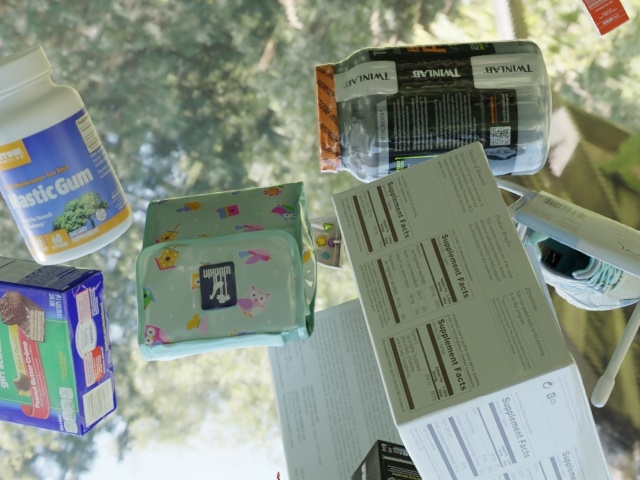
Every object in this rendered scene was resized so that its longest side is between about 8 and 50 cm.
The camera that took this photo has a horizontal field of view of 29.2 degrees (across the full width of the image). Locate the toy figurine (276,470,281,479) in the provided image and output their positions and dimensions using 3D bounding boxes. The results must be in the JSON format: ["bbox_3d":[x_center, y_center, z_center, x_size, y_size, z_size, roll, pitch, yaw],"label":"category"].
[{"bbox_3d":[0.107,0.507,2.180,0.217,0.191,0.362,-5,-175,-45],"label":"toy figurine"}]

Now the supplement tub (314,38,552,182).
[{"bbox_3d":[0.152,-0.179,1.722,0.316,0.193,0.193,-3,-158,-2],"label":"supplement tub"}]

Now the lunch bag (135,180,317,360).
[{"bbox_3d":[-0.117,0.049,1.581,0.223,0.160,0.262,-7,-148,5],"label":"lunch bag"}]

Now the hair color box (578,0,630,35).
[{"bbox_3d":[0.406,-0.396,1.869,0.167,0.053,0.093,59,-166,-5],"label":"hair color box"}]

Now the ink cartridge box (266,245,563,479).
[{"bbox_3d":[0.134,0.202,1.583,0.091,0.385,0.308,58,-163,-52],"label":"ink cartridge box"}]

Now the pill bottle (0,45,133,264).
[{"bbox_3d":[-0.374,-0.117,1.669,0.152,0.152,0.272,-86,-25,-70],"label":"pill bottle"}]

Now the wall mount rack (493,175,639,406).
[{"bbox_3d":[0.303,0.050,1.513,0.350,0.130,0.304,25,-155,17],"label":"wall mount rack"}]

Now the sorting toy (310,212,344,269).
[{"bbox_3d":[0.000,0.000,1.825,0.075,0.083,0.045,6,173,-6],"label":"sorting toy"}]

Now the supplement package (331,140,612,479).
[{"bbox_3d":[0.129,0.088,1.060,0.204,0.145,0.262,63,-171,-45],"label":"supplement package"}]

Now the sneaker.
[{"bbox_3d":[0.411,0.046,1.928,0.283,0.110,0.122,18,178,-21],"label":"sneaker"}]

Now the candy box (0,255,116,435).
[{"bbox_3d":[-0.526,0.175,2.138,0.317,0.268,0.122,6,-160,27],"label":"candy box"}]

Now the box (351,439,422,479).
[{"bbox_3d":[0.132,0.312,1.337,0.180,0.077,0.147,15,-140,-17],"label":"box"}]
